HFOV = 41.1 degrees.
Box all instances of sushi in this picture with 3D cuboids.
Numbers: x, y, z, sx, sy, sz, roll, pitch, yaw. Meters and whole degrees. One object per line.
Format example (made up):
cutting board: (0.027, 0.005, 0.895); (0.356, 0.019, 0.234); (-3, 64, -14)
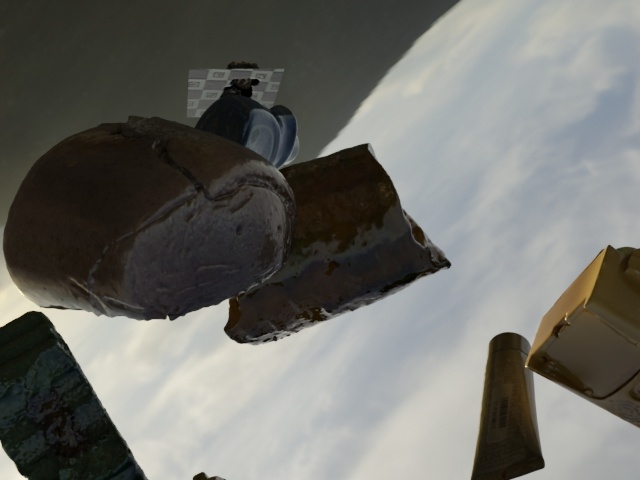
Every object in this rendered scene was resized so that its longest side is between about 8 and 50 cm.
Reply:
sushi: (-0.188, -0.331, 1.804); (0.192, 0.050, 0.215); (-3, 162, -13)

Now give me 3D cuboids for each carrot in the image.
carrot: (0.000, 0.000, 1.275); (0.341, 0.241, 0.241); (-20, -166, -1)

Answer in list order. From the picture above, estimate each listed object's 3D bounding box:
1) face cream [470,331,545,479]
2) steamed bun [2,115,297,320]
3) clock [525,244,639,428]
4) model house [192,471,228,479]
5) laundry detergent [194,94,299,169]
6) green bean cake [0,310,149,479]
face cream: (0.322, 0.289, 1.473); (0.137, 0.084, 0.341); (-28, -159, 26)
steamed bun: (-0.181, -0.042, 0.962); (0.252, 0.199, 0.301); (4, -160, 33)
clock: (0.514, 0.175, 1.321); (0.200, 0.317, 0.244); (-48, 170, -38)
model house: (-0.199, 0.517, 1.393); (0.193, 0.175, 0.234); (-32, -126, 8)
laundry detergent: (-0.116, -0.176, 1.496); (0.143, 0.094, 0.290); (-61, 165, 14)
green bean cake: (-0.428, 0.304, 1.382); (0.169, 0.307, 0.300); (-30, -142, -21)
